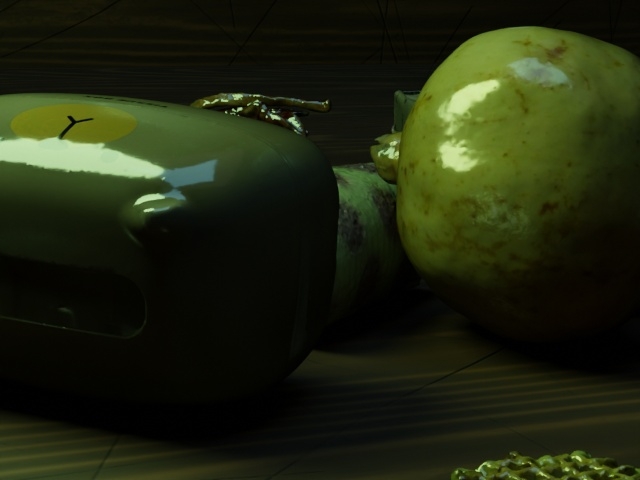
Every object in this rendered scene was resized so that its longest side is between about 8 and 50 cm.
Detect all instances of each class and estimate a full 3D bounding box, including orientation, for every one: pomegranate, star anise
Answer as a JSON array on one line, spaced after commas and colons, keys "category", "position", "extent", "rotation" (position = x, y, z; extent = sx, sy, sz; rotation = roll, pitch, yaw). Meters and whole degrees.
[{"category": "pomegranate", "position": [0.209, -0.056, 1.904], "extent": [0.343, 0.342, 0.342], "rotation": [3, 13, -1]}, {"category": "star anise", "position": [-0.114, -0.093, 2.068], "extent": [0.220, 0.126, 0.190], "rotation": [-26, -15, -31]}]

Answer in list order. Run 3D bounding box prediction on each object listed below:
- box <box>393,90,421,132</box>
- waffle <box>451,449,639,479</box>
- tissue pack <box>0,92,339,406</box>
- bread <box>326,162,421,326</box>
[{"category": "box", "position": [0.237, -0.082, 2.350], "extent": [0.225, 0.190, 0.297], "rotation": [-2, 13, -17]}, {"category": "waffle", "position": [0.191, 0.203, 1.409], "extent": [0.191, 0.038, 0.191], "rotation": [2, 12, -1]}, {"category": "tissue pack", "position": [-0.195, 0.007, 1.666], "extent": [0.387, 0.267, 0.277], "rotation": [10, 17, 23]}, {"category": "bread", "position": [0.000, 0.000, 1.998], "extent": [0.187, 0.155, 0.338], "rotation": [3, 12, 27]}]
